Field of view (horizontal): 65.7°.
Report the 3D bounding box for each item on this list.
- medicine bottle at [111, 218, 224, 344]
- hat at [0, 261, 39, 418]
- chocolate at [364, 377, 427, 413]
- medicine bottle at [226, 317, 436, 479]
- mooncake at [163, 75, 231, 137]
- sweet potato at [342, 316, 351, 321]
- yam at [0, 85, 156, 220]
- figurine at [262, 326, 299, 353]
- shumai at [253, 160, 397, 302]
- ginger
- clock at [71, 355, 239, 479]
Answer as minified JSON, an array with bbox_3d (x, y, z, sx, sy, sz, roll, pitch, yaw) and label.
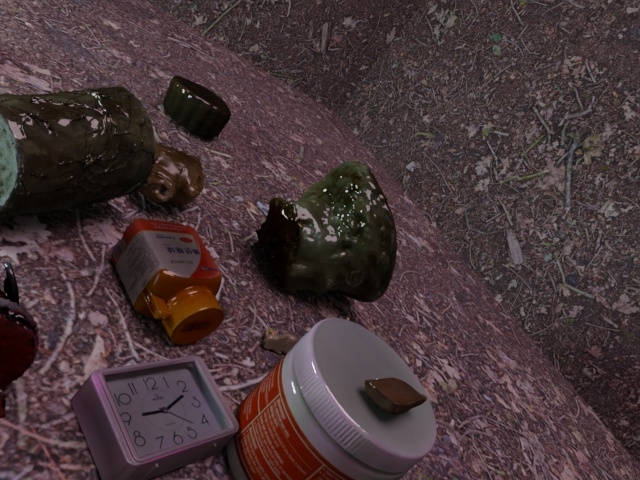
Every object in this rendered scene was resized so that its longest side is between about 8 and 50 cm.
[{"bbox_3d":[-0.271,0.073,0.916,0.149,0.112,0.222,8,38,-53],"label":"medicine bottle"},{"bbox_3d":[-0.432,0.103,0.642,0.227,0.129,0.140,41,-28,51],"label":"hat"},{"bbox_3d":[0.104,0.223,0.706,0.064,0.031,0.101,33,11,34],"label":"chocolate"},{"bbox_3d":[0.013,0.293,0.788,0.252,0.241,0.252,34,24,-17],"label":"medicine bottle"},{"bbox_3d":[-0.418,-0.446,1.668,0.228,0.124,0.228,31,20,-12],"label":"mooncake"},{"bbox_3d":[0.074,0.302,1.112,0.072,0.066,0.314,20,31,-27],"label":"sweet potato"},{"bbox_3d":[-0.472,-0.165,0.889,0.241,0.241,0.348,43,27,5],"label":"yam"},{"bbox_3d":[-0.089,0.211,1.056,0.083,0.047,0.050,20,14,-28],"label":"figurine"},{"bbox_3d":[0.000,0.000,1.316,0.323,0.397,0.324,-13,29,-27],"label":"shumai"},{"bbox_3d":[-0.403,-0.170,1.166,0.270,0.123,0.219,14,29,-31],"label":"ginger"},{"bbox_3d":[-0.229,0.251,0.712,0.197,0.063,0.150,7,38,-54],"label":"clock"}]
